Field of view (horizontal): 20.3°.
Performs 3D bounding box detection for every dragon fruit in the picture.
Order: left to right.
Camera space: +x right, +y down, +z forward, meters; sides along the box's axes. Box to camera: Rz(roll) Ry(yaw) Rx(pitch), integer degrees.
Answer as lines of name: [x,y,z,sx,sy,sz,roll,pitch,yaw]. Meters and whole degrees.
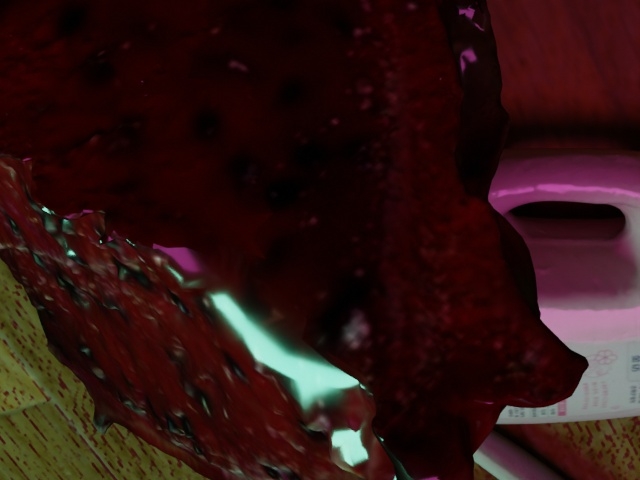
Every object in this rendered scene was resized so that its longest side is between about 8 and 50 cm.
dragon fruit: [0.007,-0.006,0.765,0.329,0.228,0.286,36,156,32]

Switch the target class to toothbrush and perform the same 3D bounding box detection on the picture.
toothbrush: [0.054,0.093,1.020,0.307,0.025,0.029,36,133,-24]

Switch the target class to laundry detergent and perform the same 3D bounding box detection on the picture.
laundry detergent: [0.159,0.022,0.907,0.335,0.088,0.159,-3,124,6]
